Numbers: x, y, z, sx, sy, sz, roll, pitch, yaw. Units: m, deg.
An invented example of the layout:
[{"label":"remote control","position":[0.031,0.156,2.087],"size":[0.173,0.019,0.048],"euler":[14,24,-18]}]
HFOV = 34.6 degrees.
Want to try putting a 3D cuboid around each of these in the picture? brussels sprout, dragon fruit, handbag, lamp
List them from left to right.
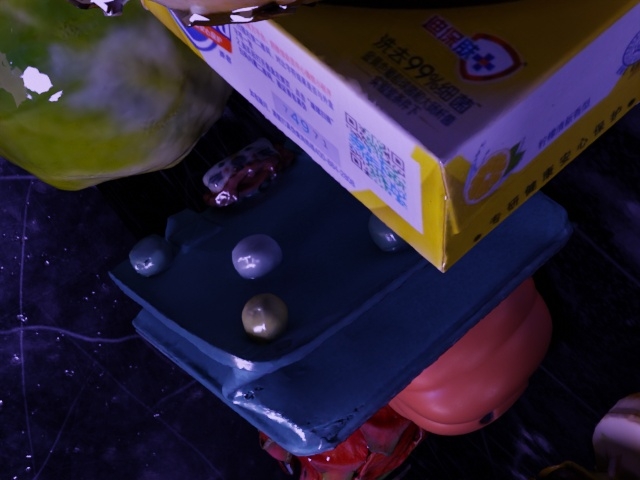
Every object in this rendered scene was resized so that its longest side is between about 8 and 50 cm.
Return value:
[{"label":"brussels sprout","position":[-0.208,-0.199,0.933],"size":[0.344,0.268,0.344],"euler":[62,-176,-8]},{"label":"handbag","position":[-0.001,-0.003,0.729],"size":[0.274,0.269,0.100],"euler":[31,154,54]},{"label":"dragon fruit","position":[0.019,0.188,1.166],"size":[0.234,0.234,0.293],"euler":[29,115,55]},{"label":"lamp","position":[0.089,0.071,0.843],"size":[0.187,0.164,0.187],"euler":[44,163,17]}]

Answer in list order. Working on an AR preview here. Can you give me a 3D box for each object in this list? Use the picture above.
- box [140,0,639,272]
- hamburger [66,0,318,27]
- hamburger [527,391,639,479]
[{"label":"box","position":[0.030,-0.135,0.533],"size":[0.265,0.168,0.097],"euler":[45,166,27]},{"label":"hamburger","position":[-0.095,-0.258,0.408],"size":[0.318,0.195,0.276],"euler":[17,144,14]},{"label":"hamburger","position":[0.246,0.240,0.666],"size":[0.291,0.225,0.291],"euler":[54,170,15]}]
